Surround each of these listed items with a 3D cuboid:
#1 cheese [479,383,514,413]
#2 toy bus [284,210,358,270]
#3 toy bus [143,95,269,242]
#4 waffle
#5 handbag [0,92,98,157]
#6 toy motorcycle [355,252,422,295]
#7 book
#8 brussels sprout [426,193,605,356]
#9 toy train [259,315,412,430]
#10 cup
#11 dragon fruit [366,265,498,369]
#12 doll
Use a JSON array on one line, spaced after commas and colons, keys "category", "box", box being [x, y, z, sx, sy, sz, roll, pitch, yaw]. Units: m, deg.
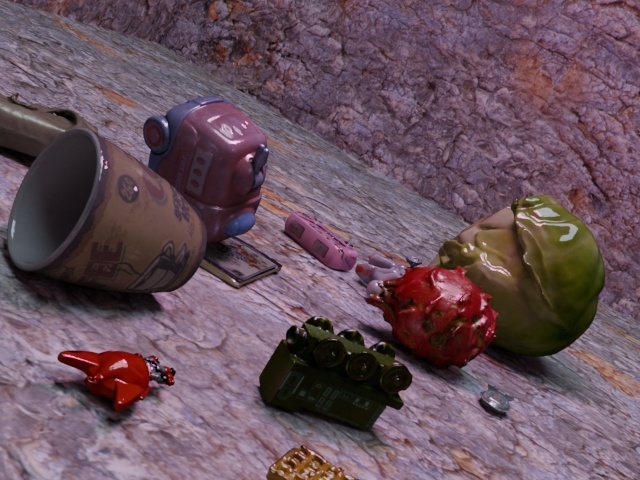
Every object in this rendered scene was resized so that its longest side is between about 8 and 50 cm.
[{"category": "cheese", "box": [0.342, 0.310, 1.791, 0.067, 0.026, 0.121, 31, 14, 14]}, {"category": "toy bus", "box": [0.000, 0.000, 2.221, 0.090, 0.063, 0.203, 9, 23, -50]}, {"category": "toy bus", "box": [-0.212, -0.122, 1.785, 0.232, 0.294, 0.197, 34, 31, 26]}, {"category": "waffle", "box": [0.008, 0.314, 1.123, 0.148, 0.042, 0.102, 30, 16, 14]}, {"category": "handbag", "box": [-0.603, -0.241, 1.893, 0.316, 0.109, 0.253, 18, 12, -12]}, {"category": "toy motorcycle", "box": [0.174, 0.105, 2.087, 0.171, 0.110, 0.260, -1, 23, -38]}, {"category": "book", "box": [-0.182, 0.032, 1.846, 0.158, 0.026, 0.231, 30, 14, 12]}, {"category": "brussels sprout", "box": [0.473, 0.103, 2.173, 0.361, 0.343, 0.425, 59, -22, 4]}, {"category": "toy train", "box": [0.029, 0.205, 1.379, 0.226, 0.137, 0.090, 25, 15, -25]}, {"category": "cup", "box": [-0.343, -0.016, 1.448, 0.301, 0.227, 0.257, 0, -23, 43]}, {"category": "dragon fruit", "box": [0.226, 0.143, 1.852, 0.268, 0.210, 0.205, 21, -3, 1]}, {"category": "doll", "box": [-0.243, 0.167, 1.164, 0.109, 0.057, 0.169, 35, 16, 19]}]
